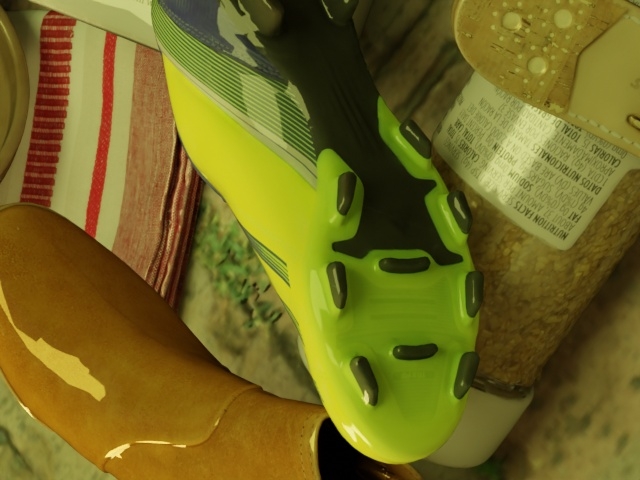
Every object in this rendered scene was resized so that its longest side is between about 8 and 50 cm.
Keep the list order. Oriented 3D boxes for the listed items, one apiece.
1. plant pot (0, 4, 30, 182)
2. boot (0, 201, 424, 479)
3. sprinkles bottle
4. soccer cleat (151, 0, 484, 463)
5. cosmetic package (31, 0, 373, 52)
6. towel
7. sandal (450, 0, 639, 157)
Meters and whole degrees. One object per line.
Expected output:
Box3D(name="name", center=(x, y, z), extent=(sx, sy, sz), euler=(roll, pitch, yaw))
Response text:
Box3D(name="plant pot", center=(-0.321, -0.085, 1.137), extent=(0.110, 0.237, 0.237), euler=(122, 137, -60))
Box3D(name="boot", center=(-0.053, 0.088, 0.872), extent=(0.295, 0.104, 0.211), euler=(55, 151, -11))
Box3D(name="sprinkles bottle", center=(0.127, -0.058, 0.830), extent=(0.121, 0.121, 0.355), euler=(46, 111, 36))
Box3D(name="soccer cleat", center=(-0.007, -0.025, 0.810), extent=(0.121, 0.093, 0.289), euler=(-44, 61, 52))
Box3D(name="cosmetic package", center=(-0.036, -0.283, 0.959), extent=(0.197, 0.155, 0.365), euler=(24, 97, 22))
Box3D(name="towel", center=(-0.207, -0.045, 1.166), extent=(0.329, 0.037, 0.237), euler=(7, 86, 41))
Box3D(name="sandal", center=(0.171, -0.055, 0.725), extent=(0.079, 0.240, 0.088), euler=(-91, 21, -70))
